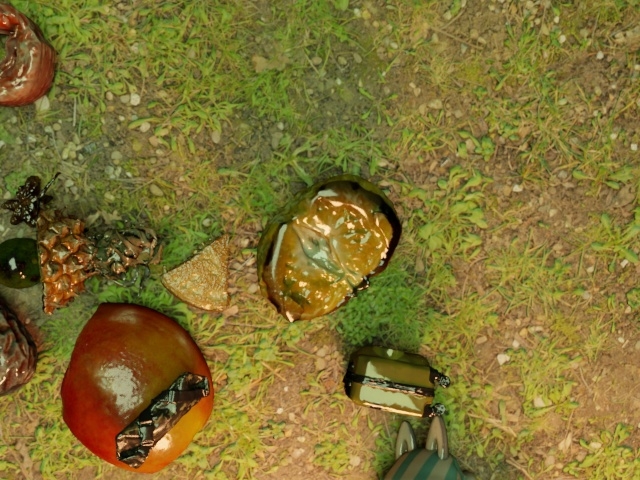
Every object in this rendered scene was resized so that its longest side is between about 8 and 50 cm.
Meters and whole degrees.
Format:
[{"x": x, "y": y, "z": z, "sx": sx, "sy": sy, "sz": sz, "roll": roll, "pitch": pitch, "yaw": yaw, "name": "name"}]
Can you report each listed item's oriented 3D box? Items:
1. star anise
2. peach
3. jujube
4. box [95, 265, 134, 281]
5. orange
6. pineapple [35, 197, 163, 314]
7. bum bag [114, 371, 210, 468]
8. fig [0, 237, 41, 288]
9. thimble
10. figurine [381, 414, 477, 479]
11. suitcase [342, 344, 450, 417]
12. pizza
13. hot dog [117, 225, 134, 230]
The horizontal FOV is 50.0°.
[{"x": -0.676, "y": -0.103, "z": 1.626, "sx": 0.190, "sy": 0.070, "sz": 0.097, "roll": -43, "pitch": 84, "yaw": 11, "name": "star anise"}, {"x": -0.425, "y": 0.329, "z": 1.590, "sx": 0.380, "sy": 0.242, "sz": 0.306, "roll": 44, "pitch": 94, "yaw": -5, "name": "peach"}, {"x": -0.803, "y": 0.225, "z": 1.576, "sx": 0.226, "sy": 0.226, "sz": 0.317, "roll": -37, "pitch": 90, "yaw": -1, "name": "jujube"}, {"x": -0.484, "y": 0.034, "z": 1.657, "sx": 0.156, "sy": 0.022, "sz": 0.089, "roll": -21, "pitch": 114, "yaw": 3, "name": "box"}, {"x": 0.000, "y": 0.000, "z": 1.609, "sx": 0.368, "sy": 0.210, "sz": 0.271, "roll": -41, "pitch": 118, "yaw": 0, "name": "orange"}, {"x": -0.487, "y": 0.031, "z": 1.542, "sx": 0.271, "sy": 0.262, "sz": 0.263, "roll": -3, "pitch": 94, "yaw": -21, "name": "pineapple"}, {"x": -0.336, "y": 0.373, "z": 1.465, "sx": 0.248, "sy": 0.069, "sz": 0.102, "roll": -46, "pitch": 123, "yaw": -28, "name": "bum bag"}, {"x": -0.729, "y": 0.055, "z": 1.628, "sx": 0.156, "sy": 0.123, "sz": 0.123, "roll": -4, "pitch": 94, "yaw": 33, "name": "fig"}, {"x": -0.733, "y": -0.418, "z": 1.562, "sx": 0.239, "sy": 0.162, "sz": 0.240, "roll": 0, "pitch": 93, "yaw": -3, "name": "thimble"}, {"x": 0.312, "y": 0.618, "z": 1.651, "sx": 0.360, "sy": 0.266, "sz": 0.378, "roll": 2, "pitch": 93, "yaw": -10, "name": "figurine"}, {"x": 0.174, "y": 0.333, "z": 1.655, "sx": 0.234, "sy": 0.194, "sz": 0.143, "roll": 12, "pitch": 84, "yaw": -5, "name": "suitcase"}, {"x": -0.277, "y": 0.066, "z": 1.676, "sx": 0.188, "sy": 0.062, "sz": 0.199, "roll": 33, "pitch": 84, "yaw": -17, "name": "pizza"}, {"x": -0.460, "y": -0.015, "z": 1.670, "sx": 0.090, "sy": 0.030, "sz": 0.034, "roll": -12, "pitch": 103, "yaw": -3, "name": "hot dog"}]
